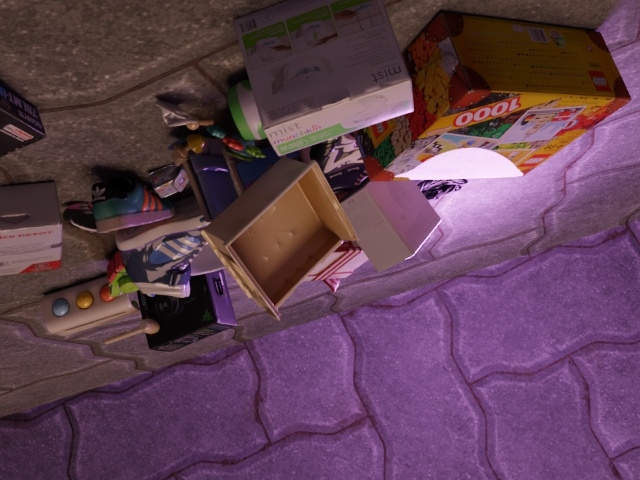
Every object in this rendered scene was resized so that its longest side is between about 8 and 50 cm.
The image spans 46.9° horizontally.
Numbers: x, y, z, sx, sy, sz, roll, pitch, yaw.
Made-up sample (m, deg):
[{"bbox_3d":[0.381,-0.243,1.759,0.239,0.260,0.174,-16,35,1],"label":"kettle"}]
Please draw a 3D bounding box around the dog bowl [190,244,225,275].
[{"bbox_3d":[-0.339,0.007,2.122,0.264,0.104,0.265,-15,162,-5],"label":"dog bowl"}]

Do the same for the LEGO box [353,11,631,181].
[{"bbox_3d":[0.379,-0.307,1.683,0.499,0.193,0.372,-5,158,-32],"label":"LEGO box"}]

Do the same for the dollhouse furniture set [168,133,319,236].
[{"bbox_3d":[-0.145,-0.117,1.636,0.198,0.287,0.303,-27,170,25],"label":"dollhouse furniture set"}]

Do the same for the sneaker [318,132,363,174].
[{"bbox_3d":[0.053,-0.218,1.824,0.153,0.094,0.235,-27,159,32],"label":"sneaker"}]

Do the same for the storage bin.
[{"bbox_3d":[-0.080,-0.004,1.600,0.262,0.123,0.260,-45,128,-18],"label":"storage bin"}]

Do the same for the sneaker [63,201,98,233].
[{"bbox_3d":[-0.566,-0.043,1.834,0.077,0.072,0.178,-24,159,31],"label":"sneaker"}]

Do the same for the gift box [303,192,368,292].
[{"bbox_3d":[0.000,0.000,2.145,0.255,0.277,0.258,2,156,-32],"label":"gift box"}]

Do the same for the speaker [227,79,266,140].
[{"bbox_3d":[-0.029,-0.298,1.463,0.296,0.131,0.131,-19,162,7],"label":"speaker"}]

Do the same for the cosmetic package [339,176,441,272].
[{"bbox_3d":[0.187,-0.071,2.031,0.138,0.225,0.224,-33,-173,39],"label":"cosmetic package"}]

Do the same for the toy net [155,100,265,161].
[{"bbox_3d":[-0.227,-0.212,1.483,0.232,0.122,0.045,20,111,-24],"label":"toy net"}]

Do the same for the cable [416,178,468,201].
[{"bbox_3d":[0.374,-0.175,2.322,0.184,0.047,0.151,-14,157,0],"label":"cable"}]

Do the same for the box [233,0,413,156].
[{"bbox_3d":[0.006,-0.308,1.295,0.261,0.231,0.127,-19,162,4],"label":"box"}]

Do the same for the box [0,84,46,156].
[{"bbox_3d":[-0.666,-0.184,1.238,0.293,0.073,0.295,-22,171,2],"label":"box"}]

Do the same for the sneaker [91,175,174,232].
[{"bbox_3d":[-0.438,-0.096,1.747,0.108,0.121,0.302,-11,-175,14],"label":"sneaker"}]

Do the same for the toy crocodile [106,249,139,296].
[{"bbox_3d":[-0.544,0.061,2.092,0.105,0.115,0.340,5,151,-35],"label":"toy crocodile"}]

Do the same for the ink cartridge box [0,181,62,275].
[{"bbox_3d":[-0.706,-0.020,1.703,0.196,0.114,0.273,-7,161,-23],"label":"ink cartridge box"}]

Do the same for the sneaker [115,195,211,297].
[{"bbox_3d":[-0.354,0.030,1.939,0.322,0.130,0.236,-21,123,-4],"label":"sneaker"}]

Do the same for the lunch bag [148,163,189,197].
[{"bbox_3d":[-0.356,-0.143,1.753,0.083,0.053,0.071,-25,164,-4],"label":"lunch bag"}]

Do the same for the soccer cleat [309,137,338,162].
[{"bbox_3d":[0.020,-0.244,1.572,0.072,0.060,0.179,11,124,-46],"label":"soccer cleat"}]

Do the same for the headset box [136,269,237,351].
[{"bbox_3d":[-0.425,0.195,2.370,0.283,0.247,0.131,-22,162,18],"label":"headset box"}]

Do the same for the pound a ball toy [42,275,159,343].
[{"bbox_3d":[-0.685,0.223,2.290,0.319,0.208,0.136,-17,162,3],"label":"pound a ball toy"}]

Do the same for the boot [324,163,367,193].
[{"bbox_3d":[0.095,-0.175,1.994,0.189,0.086,0.069,-11,161,-17],"label":"boot"}]
